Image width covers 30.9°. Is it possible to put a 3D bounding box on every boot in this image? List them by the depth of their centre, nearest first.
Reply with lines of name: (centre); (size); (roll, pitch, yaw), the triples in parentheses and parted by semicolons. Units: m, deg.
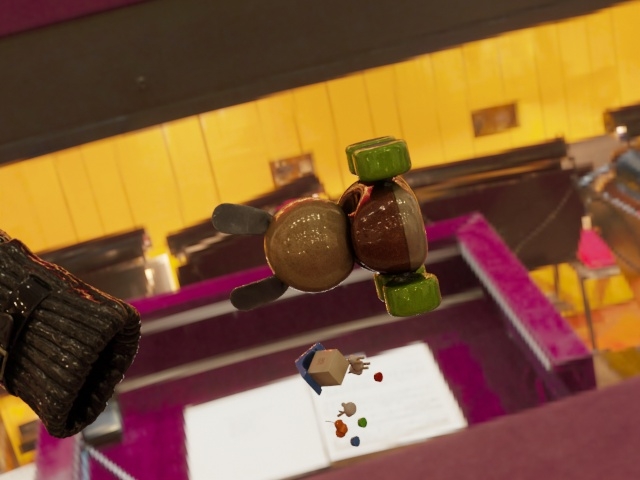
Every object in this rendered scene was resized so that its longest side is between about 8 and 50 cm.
boot: (-0.368, 0.151, 1.345); (0.260, 0.348, 0.131); (34, 35, 10)

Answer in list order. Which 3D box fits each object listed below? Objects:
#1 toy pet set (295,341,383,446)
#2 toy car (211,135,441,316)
toy pet set: (0.017, 0.207, 1.607); (0.065, 0.114, 0.122); (-11, 42, 39)
toy car: (0.000, 0.000, 1.075); (0.188, 0.155, 0.149); (-13, 8, -2)
